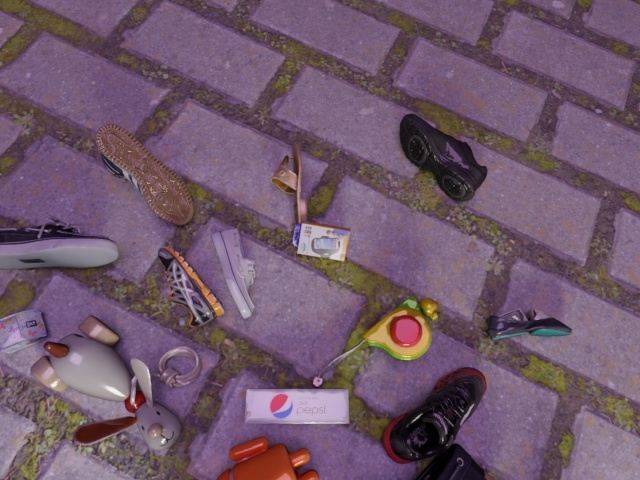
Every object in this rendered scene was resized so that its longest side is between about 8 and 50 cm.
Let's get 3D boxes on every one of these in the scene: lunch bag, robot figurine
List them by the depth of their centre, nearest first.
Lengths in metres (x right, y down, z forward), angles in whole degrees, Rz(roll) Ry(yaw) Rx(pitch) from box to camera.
[{"bbox_3d":[-0.112,0.483,0.774,0.219,0.128,0.158,-21,105,-12],"label":"robot figurine"},{"bbox_3d":[-0.648,0.194,0.874,0.083,0.053,0.071,-20,74,-21],"label":"lunch bag"}]

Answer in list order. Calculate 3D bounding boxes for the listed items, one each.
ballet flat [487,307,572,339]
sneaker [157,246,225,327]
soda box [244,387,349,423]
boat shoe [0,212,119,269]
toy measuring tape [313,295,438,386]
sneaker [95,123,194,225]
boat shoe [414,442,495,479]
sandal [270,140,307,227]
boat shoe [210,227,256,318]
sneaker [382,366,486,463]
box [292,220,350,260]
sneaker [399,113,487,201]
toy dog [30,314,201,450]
[{"bbox_3d":[0.498,0.198,0.965,0.203,0.074,0.074,-2,70,-3],"label":"ballet flat"},{"bbox_3d":[-0.313,0.103,0.921,0.083,0.084,0.215,-39,78,-12],"label":"sneaker"},{"bbox_3d":[-0.050,0.351,0.856,0.216,0.074,0.069,1,70,-5],"label":"soda box"},{"bbox_3d":[-0.607,0.002,0.918,0.306,0.113,0.105,-5,64,10],"label":"boat shoe"},{"bbox_3d":[0.141,0.250,0.896,0.330,0.121,0.121,-38,77,-8],"label":"toy measuring tape"},{"bbox_3d":[-0.435,-0.153,1.005,0.099,0.153,0.282,-46,110,-20],"label":"sneaker"},{"bbox_3d":[0.120,0.558,0.745,0.500,0.187,0.156,-25,69,-18],"label":"boat shoe"},{"bbox_3d":[-0.087,-0.147,1.028,0.079,0.088,0.240,-4,75,-13],"label":"sandal"},{"bbox_3d":[-0.189,0.067,0.942,0.076,0.083,0.226,-22,73,-11],"label":"boat shoe"},{"bbox_3d":[0.259,0.366,0.847,0.276,0.135,0.097,-32,74,-16],"label":"sneaker"},{"bbox_3d":[0.000,0.000,0.990,0.136,0.028,0.081,8,110,-3],"label":"box"},{"bbox_3d":[0.334,-0.240,1.101,0.130,0.109,0.286,-40,87,-23],"label":"sneaker"},{"bbox_3d":[-0.426,0.280,0.803,0.334,0.161,0.220,17,70,1],"label":"toy dog"}]
